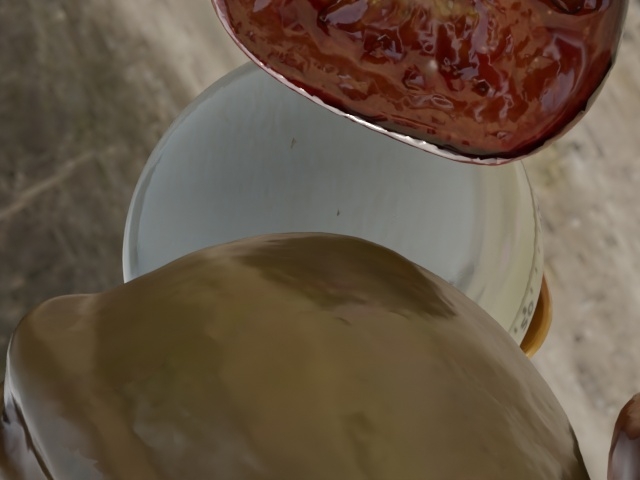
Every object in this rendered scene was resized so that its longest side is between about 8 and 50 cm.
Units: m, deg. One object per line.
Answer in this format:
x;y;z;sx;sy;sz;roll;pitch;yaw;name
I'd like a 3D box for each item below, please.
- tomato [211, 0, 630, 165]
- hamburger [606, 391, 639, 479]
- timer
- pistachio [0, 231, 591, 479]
0.042;-0.127;0.761;0.166;0.174;0.082;22;-176;-14;tomato
0.271;0.140;0.665;0.330;0.330;0.250;-160;59;-79;hamburger
0.000;0.000;1.077;0.233;0.233;0.240;58;-174;28;timer
0.019;0.106;0.587;0.163;0.213;0.260;-63;37;24;pistachio
